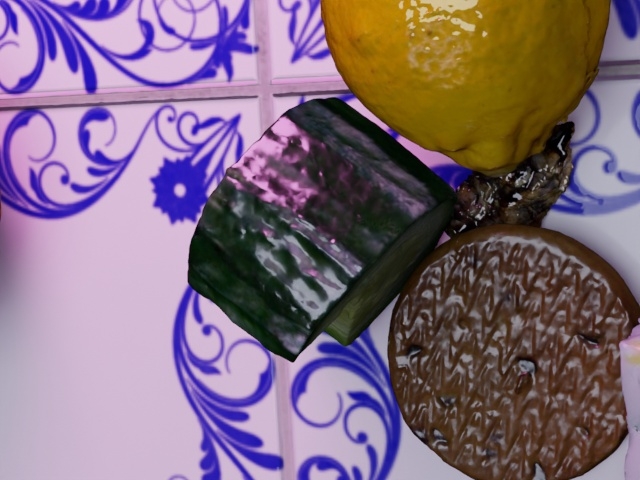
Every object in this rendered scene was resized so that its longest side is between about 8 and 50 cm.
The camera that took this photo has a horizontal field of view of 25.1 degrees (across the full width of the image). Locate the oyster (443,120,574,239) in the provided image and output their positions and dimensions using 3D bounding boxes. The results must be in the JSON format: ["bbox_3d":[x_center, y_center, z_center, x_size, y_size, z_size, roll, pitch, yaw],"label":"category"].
[{"bbox_3d":[0.143,-0.041,1.102,0.086,0.029,0.132,24,110,21],"label":"oyster"}]

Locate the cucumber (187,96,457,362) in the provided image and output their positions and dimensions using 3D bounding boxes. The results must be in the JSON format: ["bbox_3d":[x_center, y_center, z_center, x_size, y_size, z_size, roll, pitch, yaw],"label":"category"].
[{"bbox_3d":[0.007,-0.007,1.088,0.130,0.191,0.191,43,113,18],"label":"cucumber"}]

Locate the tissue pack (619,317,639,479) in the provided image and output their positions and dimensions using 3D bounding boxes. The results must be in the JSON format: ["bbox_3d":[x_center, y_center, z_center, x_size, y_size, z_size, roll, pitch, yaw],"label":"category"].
[{"bbox_3d":[0.398,0.199,0.940,0.388,0.162,0.288,2,95,25],"label":"tissue pack"}]

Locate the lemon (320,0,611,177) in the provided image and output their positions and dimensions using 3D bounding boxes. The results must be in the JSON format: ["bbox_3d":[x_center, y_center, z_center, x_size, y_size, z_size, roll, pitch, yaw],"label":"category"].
[{"bbox_3d":[0.101,-0.172,1.011,0.204,0.204,0.260,-12,92,27],"label":"lemon"}]

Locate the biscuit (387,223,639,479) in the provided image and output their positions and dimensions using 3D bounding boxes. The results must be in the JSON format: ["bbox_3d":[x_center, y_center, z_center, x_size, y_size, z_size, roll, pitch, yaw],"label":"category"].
[{"bbox_3d":[0.149,0.089,1.102,0.212,0.036,0.212,4,104,18],"label":"biscuit"}]
